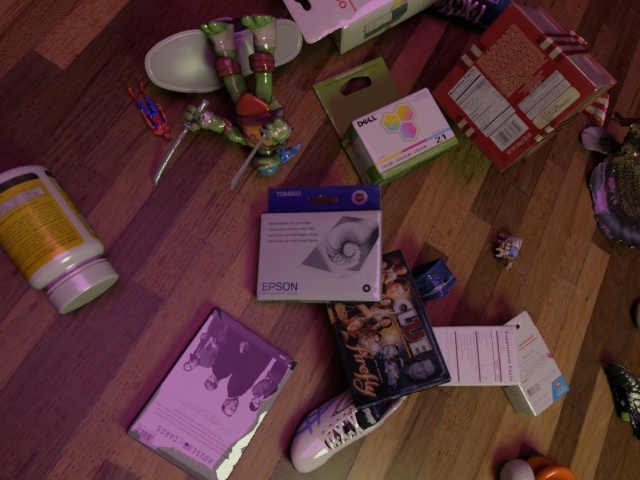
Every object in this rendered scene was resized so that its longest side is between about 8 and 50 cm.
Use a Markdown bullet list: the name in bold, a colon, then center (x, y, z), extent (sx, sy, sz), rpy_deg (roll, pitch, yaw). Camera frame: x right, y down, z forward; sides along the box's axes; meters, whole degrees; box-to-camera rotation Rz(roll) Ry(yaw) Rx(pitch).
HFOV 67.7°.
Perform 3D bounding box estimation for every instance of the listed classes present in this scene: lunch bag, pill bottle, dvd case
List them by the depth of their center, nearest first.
- **pill bottle**: center (-0.414, 0.000, 0.733), extent (0.119, 0.119, 0.209), rpy_deg (-36, 90, -22)
- **dvd case**: center (-0.174, 0.259, 0.798), extent (0.179, 0.029, 0.239), rpy_deg (37, 70, -7)
- **lunch bag**: center (0.216, 0.082, 0.929), extent (0.067, 0.098, 0.065), rpy_deg (-37, 93, -27)

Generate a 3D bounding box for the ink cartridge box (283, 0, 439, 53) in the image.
- **ink cartridge box**: center (0.084, -0.542, 0.990), extent (0.353, 0.119, 0.207), rpy_deg (-28, 86, -2)

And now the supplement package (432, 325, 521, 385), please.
- **supplement package**: center (0.260, 0.212, 0.880), extent (0.179, 0.105, 0.105), rpy_deg (-1, 76, 3)

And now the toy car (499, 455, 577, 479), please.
- **toy car**: center (0.424, 0.501, 0.878), extent (0.159, 0.136, 0.182), rpy_deg (17, 73, -14)

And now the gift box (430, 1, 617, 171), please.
- **gift box**: center (0.420, -0.291, 0.973), extent (0.258, 0.255, 0.276), rpy_deg (-29, 81, -48)

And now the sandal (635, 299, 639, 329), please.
- **sandal**: center (0.814, 0.162, 1.131), extent (0.180, 0.049, 0.072), rpy_deg (-14, 82, -20)

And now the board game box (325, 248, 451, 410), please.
- **board game box**: center (0.106, 0.150, 0.837), extent (0.164, 0.042, 0.244), rpy_deg (-18, 63, 2)

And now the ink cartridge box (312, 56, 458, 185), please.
- **ink cartridge box**: center (0.126, -0.257, 0.972), extent (0.188, 0.097, 0.255), rpy_deg (-28, 87, -16)

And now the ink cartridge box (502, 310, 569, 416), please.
- **ink cartridge box**: center (0.409, 0.247, 0.973), extent (0.104, 0.061, 0.181), rpy_deg (-26, 86, -21)

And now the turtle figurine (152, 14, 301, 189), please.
- **turtle figurine**: center (-0.146, -0.228, 0.804), extent (0.274, 0.197, 0.267), rpy_deg (-14, 109, -27)

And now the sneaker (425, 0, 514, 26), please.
- **sneaker**: center (0.302, -0.569, 1.111), extent (0.302, 0.108, 0.121), rpy_deg (31, 71, -1)

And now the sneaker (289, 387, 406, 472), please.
- **sneaker**: center (0.048, 0.312, 0.829), extent (0.237, 0.086, 0.085), rpy_deg (-32, 90, -20)

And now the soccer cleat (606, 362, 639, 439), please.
- **soccer cleat**: center (0.675, 0.351, 1.038), extent (0.072, 0.060, 0.179), rpy_deg (-34, 92, -20)

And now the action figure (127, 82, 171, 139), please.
- **action figure**: center (-0.307, -0.232, 0.872), extent (0.038, 0.030, 0.115), rpy_deg (-34, 91, -27)

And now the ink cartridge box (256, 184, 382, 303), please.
- **ink cartridge box**: center (0.000, 0.000, 0.857), extent (0.223, 0.045, 0.224), rpy_deg (-2, 75, 10)

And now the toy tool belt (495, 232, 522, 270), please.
- **toy tool belt**: center (0.400, 0.023, 1.035), extent (0.051, 0.052, 0.083), rpy_deg (21, 65, 21)

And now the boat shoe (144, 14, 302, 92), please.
- **boat shoe**: center (-0.186, -0.359, 0.910), extent (0.302, 0.091, 0.115), rpy_deg (-17, 127, -22)

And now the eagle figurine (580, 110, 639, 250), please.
- **eagle figurine**: center (0.766, -0.153, 1.142), extent (0.226, 0.225, 0.299), rpy_deg (-8, 115, 20)
